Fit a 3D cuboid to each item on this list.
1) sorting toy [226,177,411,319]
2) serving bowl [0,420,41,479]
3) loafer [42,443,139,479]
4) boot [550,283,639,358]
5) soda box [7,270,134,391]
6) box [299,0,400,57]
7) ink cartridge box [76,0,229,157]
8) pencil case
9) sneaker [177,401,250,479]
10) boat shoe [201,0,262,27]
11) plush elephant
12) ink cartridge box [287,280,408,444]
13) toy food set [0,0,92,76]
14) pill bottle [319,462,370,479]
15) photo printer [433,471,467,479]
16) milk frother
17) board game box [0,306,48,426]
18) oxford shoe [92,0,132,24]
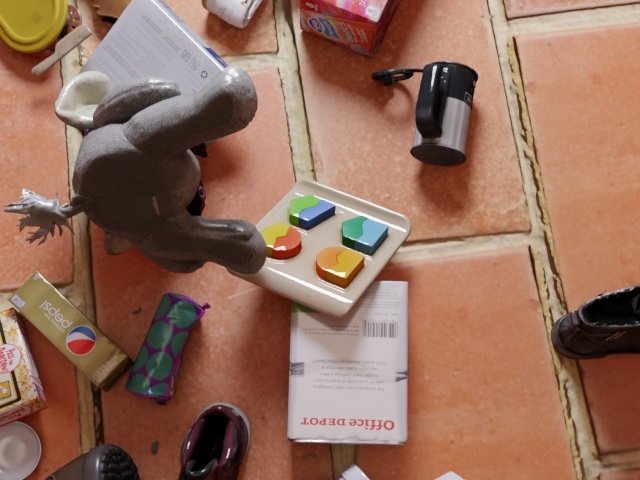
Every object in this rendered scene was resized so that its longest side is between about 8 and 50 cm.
[{"bbox_3d":[0.000,0.000,1.330,0.193,0.038,0.208,22,48,20],"label":"sorting toy"},{"bbox_3d":[-0.419,0.288,1.314,0.083,0.027,0.083,0,74,-1],"label":"serving bowl"},{"bbox_3d":[-0.298,0.453,1.234,0.130,0.134,0.366,-14,63,20],"label":"loafer"},{"bbox_3d":[0.434,0.097,1.268,0.262,0.229,0.091,-15,75,-4],"label":"boot"},{"bbox_3d":[-0.345,0.127,1.341,0.181,0.061,0.058,42,78,10],"label":"soda box"},{"bbox_3d":[0.074,-0.427,1.465,0.128,0.123,0.257,23,76,7],"label":"box"},{"bbox_3d":[-0.248,-0.214,1.426,0.223,0.045,0.224,46,107,11],"label":"ink cartridge box"},{"bbox_3d":[-0.211,0.148,1.335,0.070,0.064,0.152,14,75,20],"label":"pencil case"},{"bbox_3d":[-0.161,0.339,1.232,0.106,0.162,0.282,8,74,2],"label":"sneaker"},{"bbox_3d":[-0.062,-0.440,1.486,0.096,0.098,0.277,38,87,9],"label":"boat shoe"},{"bbox_3d":[-0.230,-0.102,1.285,0.329,0.255,0.272,-10,117,0],"label":"plush elephant"},{"bbox_3d":[0.037,0.168,1.316,0.160,0.092,0.220,2,75,0],"label":"ink cartridge box"},{"bbox_3d":[-0.428,-0.348,1.475,0.128,0.071,0.218,-41,76,14],"label":"toy food set"},{"bbox_3d":[-0.002,0.379,1.253,0.184,0.103,0.103,-40,79,-11],"label":"pill bottle"},{"bbox_3d":[0.194,0.470,1.227,0.307,0.107,0.256,39,78,10],"label":"photo printer"},{"bbox_3d":[0.146,-0.191,1.425,0.143,0.129,0.135,-5,68,43],"label":"milk frother"},{"bbox_3d":[-0.486,0.194,1.315,0.193,0.045,0.147,-21,64,-6],"label":"board game box"},{"bbox_3d":[-0.328,-0.381,1.478,0.212,0.076,0.076,44,88,10],"label":"oxford shoe"}]
